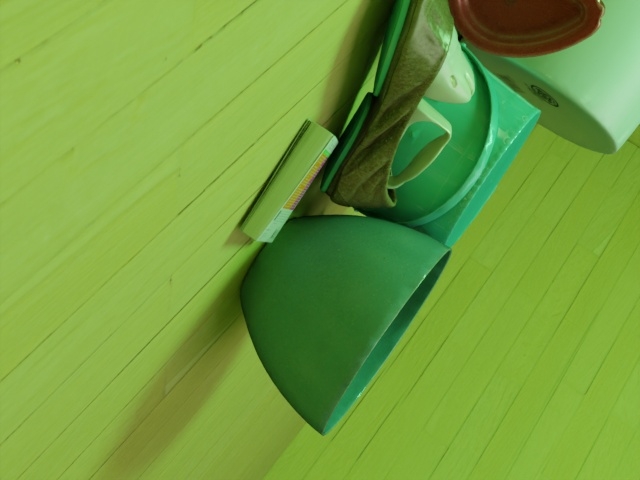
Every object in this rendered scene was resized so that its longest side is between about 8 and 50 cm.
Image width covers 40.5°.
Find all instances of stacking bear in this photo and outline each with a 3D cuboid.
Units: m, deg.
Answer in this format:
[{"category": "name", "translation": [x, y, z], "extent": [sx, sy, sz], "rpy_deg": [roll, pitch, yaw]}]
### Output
[{"category": "stacking bear", "translation": [0.268, -0.358, 1.097], "extent": [0.164, 0.175, 0.289], "rpy_deg": [-24, -159, 36]}]

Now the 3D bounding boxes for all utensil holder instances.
[{"category": "utensil holder", "translation": [0.448, -0.375, 1.349], "extent": [0.386, 0.327, 0.327], "rpy_deg": [-55, 168, 3]}]

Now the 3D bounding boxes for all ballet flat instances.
[{"category": "ballet flat", "translation": [0.102, -0.159, 1.006], "extent": [0.116, 0.124, 0.342], "rpy_deg": [-79, -171, -47]}]

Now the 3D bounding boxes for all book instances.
[{"category": "book", "translation": [-0.032, -0.063, 0.992], "extent": [0.144, 0.035, 0.096], "rpy_deg": [-56, 172, 3]}]

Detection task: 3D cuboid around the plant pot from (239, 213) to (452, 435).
[{"category": "plant pot", "translation": [0.011, 0.079, 1.137], "extent": [0.290, 0.195, 0.290], "rpy_deg": [-52, 167, -17]}]

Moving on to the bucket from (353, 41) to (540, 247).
[{"category": "bucket", "translation": [0.166, -0.129, 1.221], "extent": [0.281, 0.183, 0.281], "rpy_deg": [-52, 168, -16]}]
